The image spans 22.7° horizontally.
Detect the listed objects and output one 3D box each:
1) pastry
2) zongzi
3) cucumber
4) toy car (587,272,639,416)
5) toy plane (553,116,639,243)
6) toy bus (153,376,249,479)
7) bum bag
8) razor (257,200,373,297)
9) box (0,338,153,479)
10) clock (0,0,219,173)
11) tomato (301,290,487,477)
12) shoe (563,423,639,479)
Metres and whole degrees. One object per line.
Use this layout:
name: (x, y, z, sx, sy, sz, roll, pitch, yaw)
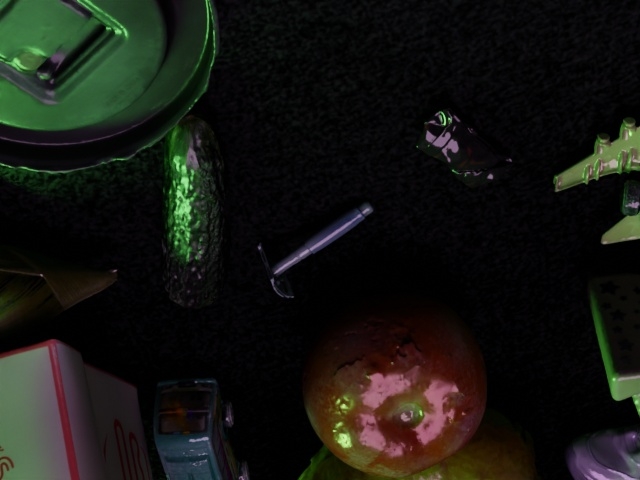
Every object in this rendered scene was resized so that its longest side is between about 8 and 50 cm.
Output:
pastry: (0.119, 0.351, 1.967, 0.356, 0.164, 0.356, -3, 116, -6)
zongzi: (-0.377, 0.017, 1.644, 0.274, 0.125, 0.251, -19, 140, 8)
cucumber: (-0.129, -0.037, 1.658, 0.074, 0.074, 0.241, -1, 133, -6)
toy car: (0.489, 0.103, 1.760, 0.336, 0.242, 0.226, -23, 130, 17)
toy plane: (0.362, -0.079, 1.667, 0.229, 0.092, 0.244, 6, 138, 7)
toy bus: (-0.141, 0.278, 1.940, 0.091, 0.109, 0.261, -6, 134, 7)
bum bag: (0.149, -0.093, 1.662, 0.058, 0.034, 0.124, -40, 127, 17)
razor: (0.000, 0.000, 1.729, 0.135, 0.068, 0.040, -34, 132, 9)
box: (-0.354, 0.312, 1.741, 0.314, 0.312, 0.300, -16, 163, 8)
clock: (-0.255, -0.204, 1.483, 0.325, 0.067, 0.325, -4, 134, -4)
tomato: (0.082, 0.156, 1.789, 0.208, 0.184, 0.208, -3, 111, -8)
shoe: (0.431, 0.263, 2.008, 0.245, 0.095, 0.137, 7, 129, -18)
